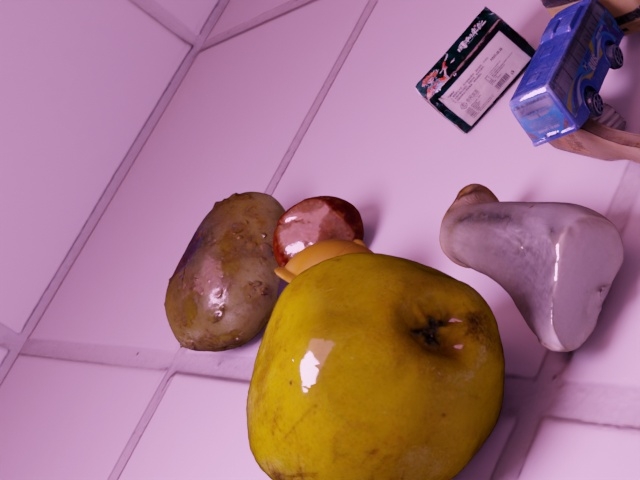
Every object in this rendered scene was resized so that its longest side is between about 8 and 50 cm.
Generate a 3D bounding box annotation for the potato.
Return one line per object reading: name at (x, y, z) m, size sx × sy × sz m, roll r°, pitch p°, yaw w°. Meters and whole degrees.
potato at (-0.149, 0.051, 1.944) m, size 0.210 × 0.173 × 0.307 m, roll -23°, pitch 41°, yaw 52°

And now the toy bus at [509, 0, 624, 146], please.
toy bus at (0.314, -0.215, 1.424) m, size 0.079 × 0.094 × 0.236 m, roll -14°, pitch 32°, yaw 39°

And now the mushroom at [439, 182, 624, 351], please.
mushroom at (0.236, 0.017, 1.364) m, size 0.159 × 0.122 × 0.329 m, roll -47°, pitch 23°, yaw -6°

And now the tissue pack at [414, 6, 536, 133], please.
tissue pack at (0.238, -0.260, 1.744) m, size 0.170 × 0.103 × 0.090 m, roll -49°, pitch 32°, yaw 13°

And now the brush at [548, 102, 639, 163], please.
brush at (0.369, -0.133, 1.398) m, size 0.065 × 0.070 × 0.327 m, roll -45°, pitch 25°, yaw -5°

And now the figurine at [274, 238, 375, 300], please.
figurine at (0.023, 0.124, 1.560) m, size 0.167 × 0.192 × 0.257 m, roll -7°, pitch 72°, yaw 25°

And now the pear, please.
pear at (0.042, 0.176, 1.325) m, size 0.375 × 0.287 × 0.287 m, roll -36°, pitch 30°, yaw 42°

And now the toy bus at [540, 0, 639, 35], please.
toy bus at (0.422, -0.460, 1.554) m, size 0.177 × 0.202 × 0.365 m, roll -5°, pitch 55°, yaw 59°

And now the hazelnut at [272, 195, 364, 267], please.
hazelnut at (0.000, 0.000, 1.810) m, size 0.154 × 0.143 × 0.143 m, roll -45°, pitch 25°, yaw 2°
